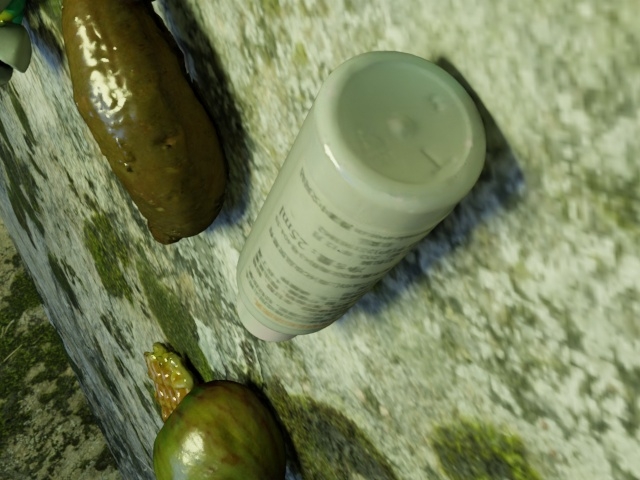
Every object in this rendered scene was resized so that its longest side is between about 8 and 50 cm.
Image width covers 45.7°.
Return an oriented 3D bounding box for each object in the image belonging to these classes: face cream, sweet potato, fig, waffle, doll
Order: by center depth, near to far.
[{"bbox_3d":[0.000,0.000,0.437,0.082,0.082,0.269,58,154,10],"label":"face cream"},{"bbox_3d":[-0.126,-0.090,0.573,0.124,0.098,0.310,-113,13,-48],"label":"sweet potato"},{"bbox_3d":[-0.061,0.253,0.803,0.245,0.149,0.149,33,147,13],"label":"fig"},{"bbox_3d":[-0.399,-0.266,0.880,0.195,0.153,0.258,31,176,4],"label":"doll"},{"bbox_3d":[-0.180,0.261,1.087,0.238,0.059,0.243,45,148,39],"label":"waffle"}]
